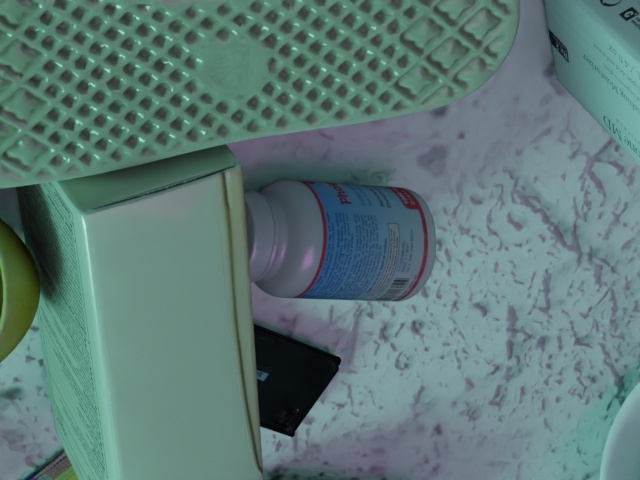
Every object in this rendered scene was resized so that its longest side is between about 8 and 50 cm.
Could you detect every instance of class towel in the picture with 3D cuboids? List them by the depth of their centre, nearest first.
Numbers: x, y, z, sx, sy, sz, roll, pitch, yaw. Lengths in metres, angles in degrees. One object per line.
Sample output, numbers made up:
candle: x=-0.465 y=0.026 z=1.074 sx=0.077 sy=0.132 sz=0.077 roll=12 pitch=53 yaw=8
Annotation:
towel: x=-0.211 y=0.196 z=1.498 sx=0.083 sy=0.009 sz=0.060 roll=-38 pitch=139 yaw=2

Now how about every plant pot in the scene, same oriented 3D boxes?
plant pot: x=-0.238 y=0.032 z=1.260 sx=0.134 sy=0.134 sz=0.095 roll=-51 pitch=163 yaw=16

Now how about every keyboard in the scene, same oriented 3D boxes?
keyboard: x=-0.071 y=0.111 z=1.508 sx=0.180 sy=0.023 sz=0.108 roll=25 pitch=104 yaw=-44

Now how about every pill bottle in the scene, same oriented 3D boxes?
pill bottle: x=0.000 y=0.000 z=1.406 sx=0.160 sy=0.087 sz=0.087 roll=3 pitch=125 yaw=-36

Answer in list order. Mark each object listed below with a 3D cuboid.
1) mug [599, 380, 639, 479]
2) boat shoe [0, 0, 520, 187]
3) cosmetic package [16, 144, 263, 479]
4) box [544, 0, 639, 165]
mug: x=0.467 y=0.218 z=1.815 sx=0.328 sy=0.276 sz=0.374 roll=36 pitch=72 yaw=-53
boat shoe: x=-0.132 y=-0.149 z=1.143 sx=0.500 sy=0.156 sz=0.187 roll=-7 pitch=136 yaw=-14
cosmetic package: x=-0.123 y=0.049 z=1.298 sx=0.113 sy=0.160 sz=0.309 roll=-18 pitch=132 yaw=-18
box: x=0.285 y=-0.150 z=1.394 sx=0.182 sy=0.181 sz=0.119 roll=-28 pitch=137 yaw=-10
